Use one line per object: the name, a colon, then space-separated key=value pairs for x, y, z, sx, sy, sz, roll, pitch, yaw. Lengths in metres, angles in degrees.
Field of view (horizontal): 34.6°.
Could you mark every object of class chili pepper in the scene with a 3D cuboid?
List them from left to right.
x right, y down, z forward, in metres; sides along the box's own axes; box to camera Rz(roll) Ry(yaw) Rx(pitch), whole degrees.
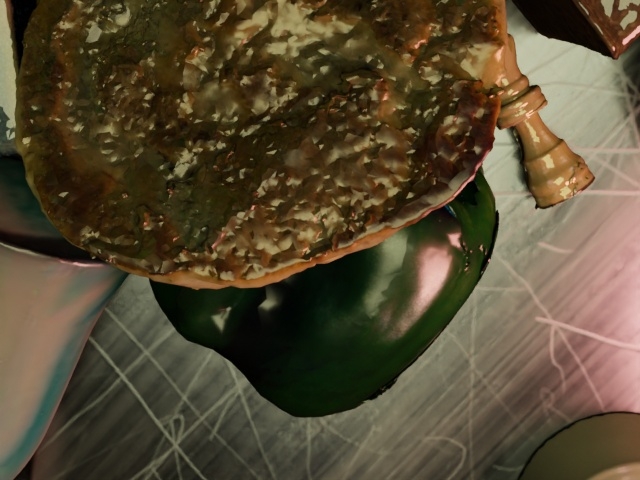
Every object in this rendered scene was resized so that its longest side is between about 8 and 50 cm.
chili pepper: x=0.000 y=0.000 z=0.848 sx=0.248 sy=0.233 sz=0.256 roll=38 pitch=108 yaw=8

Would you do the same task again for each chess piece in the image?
chess piece: x=0.175 y=-0.113 z=0.902 sx=0.060 sy=0.060 sz=0.172 roll=-31 pitch=99 yaw=7

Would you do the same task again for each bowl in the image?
bowl: x=0.291 y=0.280 z=0.966 sx=0.211 sy=0.112 sz=0.211 roll=0 pitch=105 yaw=2

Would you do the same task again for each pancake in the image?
pancake: x=-0.044 y=-0.131 z=0.716 sx=0.356 sy=0.065 sz=0.356 roll=-2 pitch=77 yaw=9

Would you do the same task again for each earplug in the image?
earplug: x=-0.289 y=0.109 z=0.904 sx=0.185 sy=0.185 sz=0.324 roll=22 pitch=109 yaw=-5

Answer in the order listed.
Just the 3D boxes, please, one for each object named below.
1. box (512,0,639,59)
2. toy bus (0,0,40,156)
box: x=0.184 y=-0.255 z=0.754 sx=0.143 sy=0.273 sz=0.184 roll=-41 pitch=100 yaw=9
toy bus: x=-0.364 y=-0.138 z=0.823 sx=0.324 sy=0.194 sz=0.161 roll=-4 pitch=104 yaw=0
